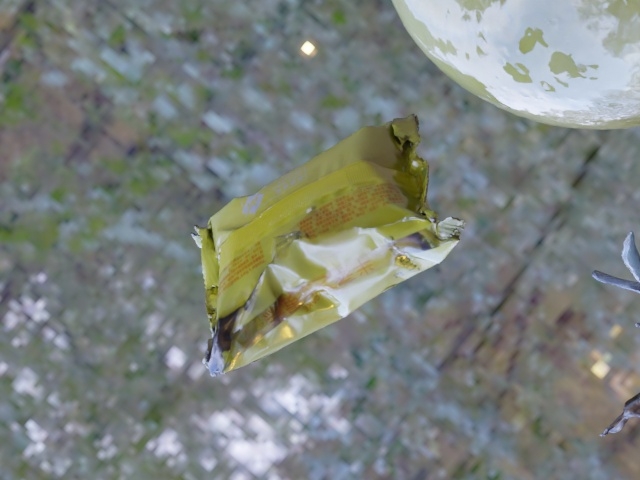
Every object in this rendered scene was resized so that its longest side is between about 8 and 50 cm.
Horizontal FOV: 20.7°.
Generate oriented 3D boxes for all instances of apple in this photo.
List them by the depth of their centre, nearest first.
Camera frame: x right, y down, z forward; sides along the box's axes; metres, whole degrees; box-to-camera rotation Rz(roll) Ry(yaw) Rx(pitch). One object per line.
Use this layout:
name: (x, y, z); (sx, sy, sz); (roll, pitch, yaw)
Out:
apple: (0.163, -0.206, 0.958); (0.254, 0.292, 0.292); (-16, -137, -32)

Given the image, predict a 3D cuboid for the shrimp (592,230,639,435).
shrimp: (0.380, 0.016, 1.357); (0.166, 0.410, 0.221); (65, -172, -3)

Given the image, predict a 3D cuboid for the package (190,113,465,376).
package: (0.000, 0.000, 1.342); (0.090, 0.226, 0.168); (50, -163, -38)
